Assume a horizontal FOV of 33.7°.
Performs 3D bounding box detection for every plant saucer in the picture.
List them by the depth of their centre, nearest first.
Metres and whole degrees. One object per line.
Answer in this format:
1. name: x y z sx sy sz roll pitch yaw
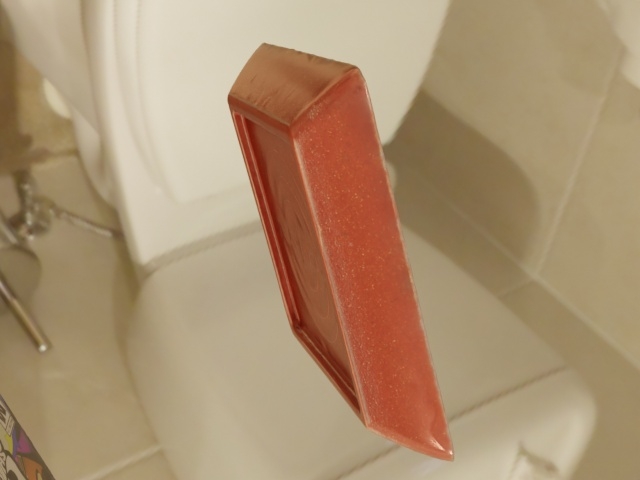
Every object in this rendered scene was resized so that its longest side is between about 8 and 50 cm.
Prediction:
1. plant saucer: 0.000 0.000 0.739 0.047 0.258 0.259 -19 108 -11

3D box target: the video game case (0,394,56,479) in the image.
1. video game case: -0.192 0.222 0.640 0.042 0.232 0.210 -22 114 5
